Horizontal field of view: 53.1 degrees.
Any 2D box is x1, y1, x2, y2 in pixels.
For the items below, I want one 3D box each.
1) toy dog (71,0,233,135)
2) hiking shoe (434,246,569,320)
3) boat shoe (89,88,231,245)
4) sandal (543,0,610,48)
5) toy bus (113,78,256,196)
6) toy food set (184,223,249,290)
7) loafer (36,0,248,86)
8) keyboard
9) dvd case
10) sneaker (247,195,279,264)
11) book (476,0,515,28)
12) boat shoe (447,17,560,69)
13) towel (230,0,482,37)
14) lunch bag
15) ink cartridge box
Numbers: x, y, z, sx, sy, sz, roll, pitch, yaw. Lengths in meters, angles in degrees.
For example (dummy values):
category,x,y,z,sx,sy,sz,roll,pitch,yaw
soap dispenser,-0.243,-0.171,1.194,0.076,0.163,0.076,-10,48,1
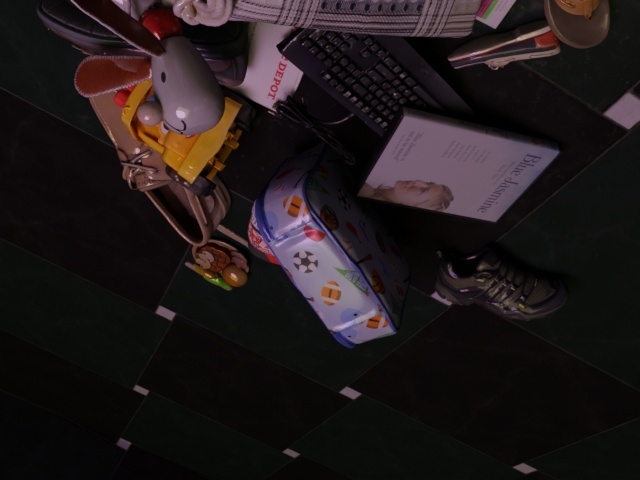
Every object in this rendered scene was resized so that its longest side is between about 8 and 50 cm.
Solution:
category,x,y,z,sx,sy,sz,roll,pitch,yaw
toy dog,-0.243,-0.253,0.658,0.333,0.161,0.220,50,153,20
hiking shoe,0.306,0.068,1.091,0.227,0.086,0.114,6,141,18
boat shoe,-0.273,-0.133,1.083,0.122,0.110,0.341,-12,131,32
sandal,0.286,-0.291,0.711,0.072,0.049,0.180,-17,128,10
toy bus,-0.214,-0.179,0.930,0.211,0.149,0.220,34,180,-8
toy food set,-0.204,0.048,1.314,0.132,0.038,0.192,31,139,-13
loafer,-0.220,-0.244,0.797,0.268,0.096,0.084,13,145,8
keyboard,0.063,-0.177,0.862,0.202,0.033,0.317,-29,139,31
dvd case,0.195,-0.101,0.937,0.253,0.022,0.180,9,143,-16
sneaker,-0.001,0.001,1.139,0.270,0.090,0.145,19,143,5
book,0.168,-0.321,0.752,0.144,0.035,0.096,26,142,-5
boat shoe,0.230,-0.239,0.808,0.137,0.049,0.043,-11,128,24
towel,0.085,-0.338,0.588,0.312,0.056,0.324,-4,136,-27
lunch bag,0.034,0.005,1.003,0.115,0.243,0.303,-23,112,24
ink cartridge box,-0.116,-0.299,0.838,0.237,0.100,0.172,24,140,-5
